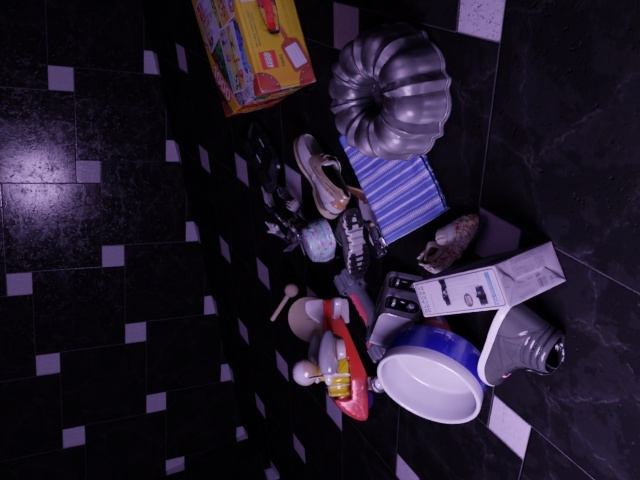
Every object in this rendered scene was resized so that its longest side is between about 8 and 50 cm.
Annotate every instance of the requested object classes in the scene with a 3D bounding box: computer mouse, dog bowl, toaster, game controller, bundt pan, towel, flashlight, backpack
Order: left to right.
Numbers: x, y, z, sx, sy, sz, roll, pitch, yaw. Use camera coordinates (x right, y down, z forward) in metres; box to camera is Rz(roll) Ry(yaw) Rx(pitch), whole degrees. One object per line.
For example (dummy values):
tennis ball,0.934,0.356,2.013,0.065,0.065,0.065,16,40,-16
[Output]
game controller,-0.216,-0.320,2.208,0.319,0.067,0.166,59,136,42
backpack,0.000,0.000,1.935,0.151,0.115,0.182,59,170,12
flashlight,0.139,0.234,1.865,0.304,0.103,0.103,59,155,21
computer mouse,0.154,-0.004,1.625,0.106,0.042,0.193,65,-170,5
bundt pan,0.140,-0.337,1.374,0.331,0.124,0.330,24,122,44
towel,0.176,-0.182,1.515,0.243,0.040,0.335,-34,76,50
toaster,0.209,0.199,1.609,0.168,0.110,0.185,-71,-4,-46
dog bowl,0.283,0.337,1.476,0.265,0.104,0.264,19,139,18

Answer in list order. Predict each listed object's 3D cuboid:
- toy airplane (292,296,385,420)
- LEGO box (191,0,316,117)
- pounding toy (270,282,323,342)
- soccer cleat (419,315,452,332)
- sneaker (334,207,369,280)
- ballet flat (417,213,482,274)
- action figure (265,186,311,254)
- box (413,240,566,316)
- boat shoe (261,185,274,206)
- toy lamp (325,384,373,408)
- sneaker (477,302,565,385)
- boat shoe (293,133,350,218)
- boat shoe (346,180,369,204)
toy airplane,0.025,0.376,1.953,0.384,0.273,0.386,-125,16,-51
LEGO box,-0.235,-0.688,1.873,0.372,0.193,0.499,-3,104,64
pounding toy,-0.044,0.272,2.233,0.237,0.110,0.182,28,108,7
soccer cleat,0.288,0.309,1.640,0.318,0.109,0.116,105,158,-52
sneaker,0.094,0.007,1.835,0.106,0.078,0.234,20,121,62
ballet flat,0.299,0.012,1.399,0.241,0.077,0.091,114,169,-55
action figure,-0.116,-0.069,2.102,0.141,0.164,0.275,39,-169,-45
box,0.350,0.089,1.264,0.290,0.169,0.087,-26,84,65
boat shoe,-0.210,-0.185,2.356,0.035,0.035,0.100,129,125,-64
toy lamp,0.100,0.580,2.211,0.275,0.080,0.080,-6,102,62
sneaker,0.440,0.263,1.284,0.147,0.105,0.295,36,147,33
boat shoe,0.013,-0.218,1.819,0.103,0.113,0.302,-41,63,37
boat shoe,0.133,-0.129,1.671,0.178,0.064,0.060,27,129,52
